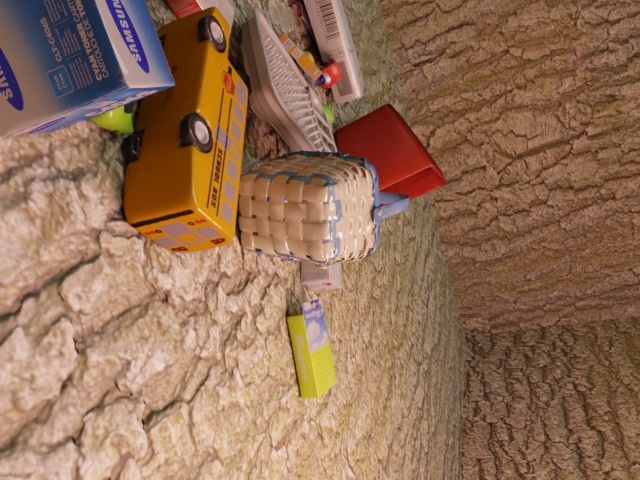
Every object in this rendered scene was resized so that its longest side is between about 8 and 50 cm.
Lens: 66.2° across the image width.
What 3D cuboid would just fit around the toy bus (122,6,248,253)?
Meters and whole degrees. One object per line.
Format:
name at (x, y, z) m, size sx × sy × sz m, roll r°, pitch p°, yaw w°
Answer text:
toy bus at (-0.175, -0.161, 0.681) m, size 0.130 × 0.108 × 0.333 m, roll 46°, pitch 38°, yaw -54°

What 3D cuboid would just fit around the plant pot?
plant pot at (0.188, -0.240, 1.450) m, size 0.267 × 0.267 × 0.236 m, roll 10°, pitch 58°, yaw -67°

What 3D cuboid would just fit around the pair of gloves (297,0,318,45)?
pair of gloves at (-0.030, -0.667, 1.420) m, size 0.159 × 0.023 × 0.198 m, roll 20°, pitch 60°, yaw -65°

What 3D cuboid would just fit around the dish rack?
dish rack at (-0.063, -0.276, 1.016) m, size 0.333 × 0.072 × 0.286 m, roll 46°, pitch 26°, yaw -53°

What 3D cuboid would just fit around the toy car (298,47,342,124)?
toy car at (0.001, -0.374, 1.261) m, size 0.239 × 0.053 × 0.225 m, roll -11°, pitch 96°, yaw -56°

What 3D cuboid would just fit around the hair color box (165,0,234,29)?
hair color box at (-0.210, -0.406, 0.798) m, size 0.167 × 0.053 × 0.093 m, roll 51°, pitch 35°, yaw -51°

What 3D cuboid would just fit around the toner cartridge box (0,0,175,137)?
toner cartridge box at (-0.272, -0.284, 0.432) m, size 0.075 × 0.165 × 0.348 m, roll -46°, pitch 121°, yaw -63°

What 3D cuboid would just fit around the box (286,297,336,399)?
box at (-0.016, 0.209, 0.972) m, size 0.109 × 0.042 × 0.178 m, roll 0°, pitch 79°, yaw -69°

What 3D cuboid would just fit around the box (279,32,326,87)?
box at (-0.043, -0.404, 1.126) m, size 0.136 × 0.028 × 0.081 m, roll 47°, pitch 0°, yaw -6°

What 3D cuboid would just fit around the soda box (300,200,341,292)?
soda box at (0.000, 0.000, 1.087) m, size 0.074 × 0.069 × 0.216 m, roll 42°, pitch 42°, yaw -57°

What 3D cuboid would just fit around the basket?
basket at (-0.001, -0.063, 0.895) m, size 0.289 × 0.254 × 0.201 m, roll -29°, pitch 121°, yaw -54°

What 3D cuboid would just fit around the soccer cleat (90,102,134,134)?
soccer cleat at (-0.252, -0.217, 0.603) m, size 0.072 × 0.060 × 0.179 m, roll 43°, pitch 46°, yaw -70°

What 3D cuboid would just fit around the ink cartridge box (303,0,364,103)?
ink cartridge box at (0.060, -0.632, 1.488) m, size 0.385 × 0.091 × 0.308 m, roll -76°, pitch 150°, yaw -53°
